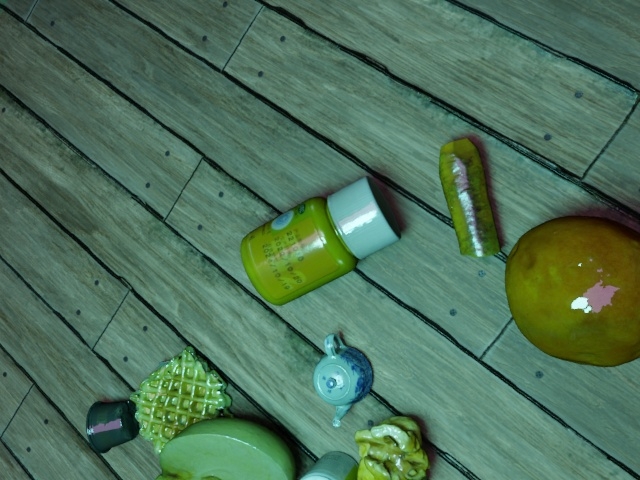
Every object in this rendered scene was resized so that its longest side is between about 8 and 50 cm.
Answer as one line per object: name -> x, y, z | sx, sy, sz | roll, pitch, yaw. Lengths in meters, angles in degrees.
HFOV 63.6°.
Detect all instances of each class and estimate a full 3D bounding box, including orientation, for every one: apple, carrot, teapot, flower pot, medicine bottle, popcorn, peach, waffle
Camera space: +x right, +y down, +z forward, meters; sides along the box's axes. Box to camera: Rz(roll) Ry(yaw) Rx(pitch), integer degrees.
apple -> -0.254, 0.632, 1.362 | 0.361, 0.311, 0.319 | 17, 68, 9
carrot -> 0.373, -0.104, 1.303 | 0.114, 0.114, 0.301 | -13, 84, 18
teapot -> 0.047, 0.360, 1.360 | 0.159, 0.159, 0.231 | -9, 83, 19
flower pot -> -0.630, 0.565, 1.592 | 0.107, 0.157, 0.157 | -13, 81, 4
medicine bottle -> 0.000, 0.000, 1.364 | 0.385, 0.224, 0.224 | -27, 77, 16
popcorn -> 0.183, 0.543, 1.278 | 0.191, 0.190, 0.253 | 35, 138, 31
medicine bottle -> 0.011, 0.637, 1.290 | 0.144, 0.258, 0.143 | -1, 86, 19
peach -> 0.575, 0.104, 1.092 | 0.302, 0.343, 0.342 | -23, 78, 39
waffle -> -0.415, 0.500, 1.555 | 0.317, 0.073, 0.297 | -41, 73, 10
